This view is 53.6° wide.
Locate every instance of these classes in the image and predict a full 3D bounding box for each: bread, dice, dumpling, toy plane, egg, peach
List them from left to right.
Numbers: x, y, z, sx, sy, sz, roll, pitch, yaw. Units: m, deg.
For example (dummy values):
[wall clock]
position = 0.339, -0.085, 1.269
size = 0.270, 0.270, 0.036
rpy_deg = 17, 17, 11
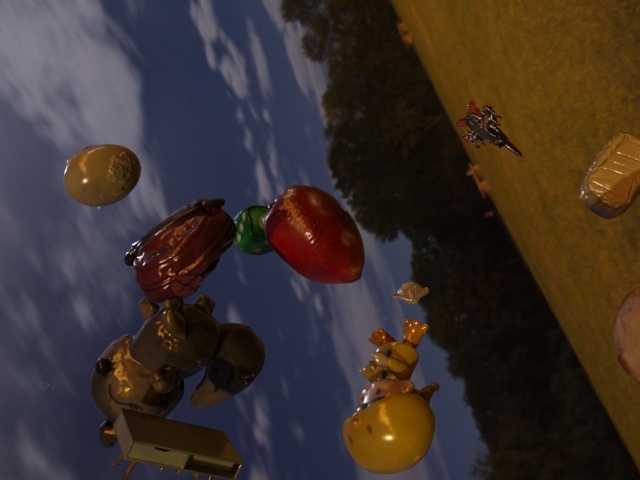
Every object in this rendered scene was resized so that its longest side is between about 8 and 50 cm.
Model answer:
[egg]
position = -0.568, -0.173, 1.654
size = 0.164, 0.201, 0.164
rpy_deg = 41, 146, 36
[dice]
position = -0.208, -0.032, 2.086
size = 0.130, 0.120, 0.128
rpy_deg = 5, -124, -36
[peach]
position = -0.004, 0.001, 1.405
size = 0.267, 0.158, 0.154
rpy_deg = 52, -139, -5
[dumpling]
position = 0.210, 0.120, 1.457
size = 0.057, 0.076, 0.052
rpy_deg = 150, 138, -68
[toy plane]
position = 0.436, -0.269, 1.613
size = 0.189, 0.130, 0.061
rpy_deg = 45, -133, 15
[bread]
position = 0.753, -0.161, 1.613
size = 0.140, 0.236, 0.106
rpy_deg = 34, 160, 17

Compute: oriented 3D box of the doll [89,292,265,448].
[doll]
position = -0.336, 0.326, 1.456
size = 0.378, 0.382, 0.252
rpy_deg = 36, -164, -28

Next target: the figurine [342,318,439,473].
[figurine]
position = 0.160, 0.342, 1.410
size = 0.187, 0.215, 0.344
rpy_deg = 29, -133, -15

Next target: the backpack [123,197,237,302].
[backpack]
position = -0.248, 0.024, 1.145
size = 0.139, 0.229, 0.229
rpy_deg = 55, -165, -16

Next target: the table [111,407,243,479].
[table]
position = -0.296, 0.435, 1.259
size = 0.240, 0.111, 0.121
rpy_deg = 25, -177, -31

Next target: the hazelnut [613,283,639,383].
[hazelnut]
position = 0.562, 0.143, 0.880
size = 0.261, 0.261, 0.241
rpy_deg = 63, -154, -20
